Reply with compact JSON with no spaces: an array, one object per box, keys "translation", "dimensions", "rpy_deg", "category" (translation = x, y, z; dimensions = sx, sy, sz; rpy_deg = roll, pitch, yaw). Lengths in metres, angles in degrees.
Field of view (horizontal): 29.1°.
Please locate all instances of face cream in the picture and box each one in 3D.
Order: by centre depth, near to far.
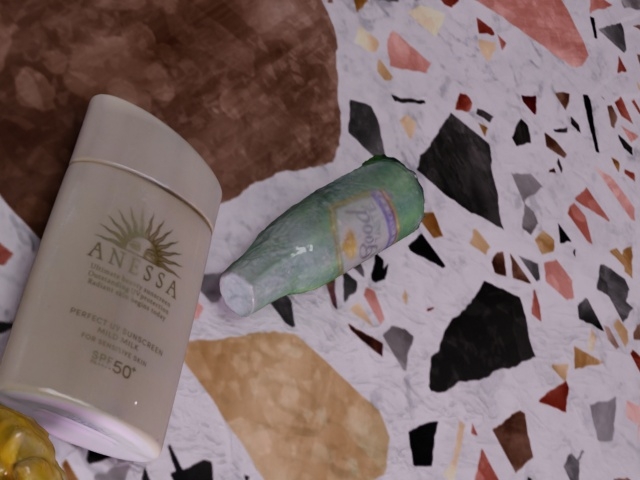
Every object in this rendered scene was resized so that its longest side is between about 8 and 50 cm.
[{"translation":[-0.193,0.029,1.204],"dimensions":[0.173,0.081,0.349],"rpy_deg":[31,51,-26],"category":"face cream"}]

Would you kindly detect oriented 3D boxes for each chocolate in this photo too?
[{"translation":[0.000,0.000,1.382],"dimensions":[0.291,0.110,0.110],"rpy_deg":[-33,91,-44],"category":"chocolate"}]

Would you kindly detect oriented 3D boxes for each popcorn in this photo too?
[{"translation":[-0.264,0.214,1.001],"dimensions":[0.152,0.148,0.167],"rpy_deg":[-18,106,-52],"category":"popcorn"}]
